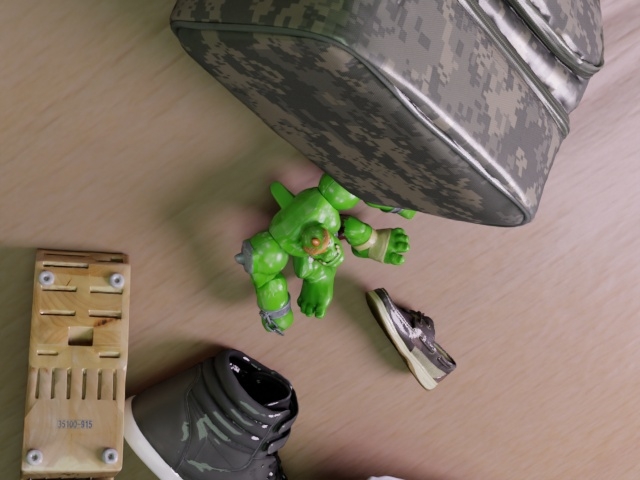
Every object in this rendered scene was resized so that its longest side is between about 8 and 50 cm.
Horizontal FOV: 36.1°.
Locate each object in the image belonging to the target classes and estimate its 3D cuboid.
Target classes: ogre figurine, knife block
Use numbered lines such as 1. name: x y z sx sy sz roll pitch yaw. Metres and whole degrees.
1. ogre figurine: 0.000 0.000 0.921 0.197 0.097 0.118 -27 141 19
2. knife block: -0.247 0.170 0.969 0.088 0.242 0.276 4 72 -17

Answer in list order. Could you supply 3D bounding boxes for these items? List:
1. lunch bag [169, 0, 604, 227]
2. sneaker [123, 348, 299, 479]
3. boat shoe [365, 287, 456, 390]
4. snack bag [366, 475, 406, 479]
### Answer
1. lunch bag: 0.072 -0.187 0.742 0.305 0.212 0.256 35 73 -41
2. sneaker: -0.058 0.231 1.021 0.146 0.105 0.296 -35 116 13
3. boat shoe: 0.095 0.095 1.019 0.049 0.056 0.152 -34 130 1
4. snack bag: 0.075 0.408 1.138 0.342 0.037 0.323 22 113 -42
